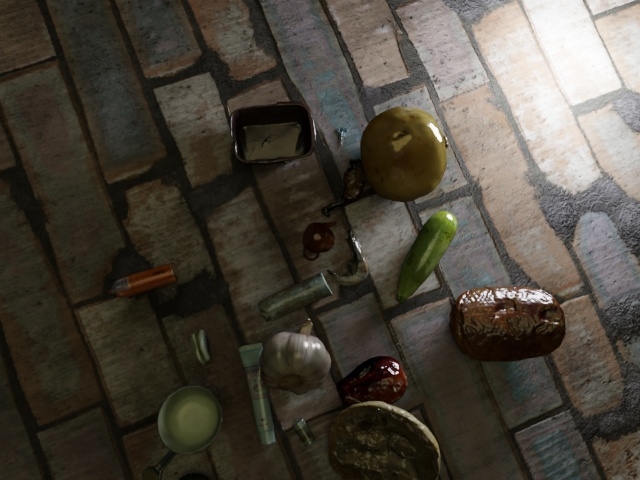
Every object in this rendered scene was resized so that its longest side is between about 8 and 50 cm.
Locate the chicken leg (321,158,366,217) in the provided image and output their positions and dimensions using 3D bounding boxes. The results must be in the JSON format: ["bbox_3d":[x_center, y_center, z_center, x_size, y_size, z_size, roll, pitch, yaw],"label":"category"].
[{"bbox_3d":[0.099,-0.184,1.870,0.105,0.051,0.253,32,82,6],"label":"chicken leg"}]

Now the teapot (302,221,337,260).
[{"bbox_3d":[0.000,0.000,1.815,0.116,0.116,0.173,28,107,0],"label":"teapot"}]

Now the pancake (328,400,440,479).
[{"bbox_3d":[0.204,0.691,1.676,0.386,0.082,0.388,6,107,19],"label":"pancake"}]

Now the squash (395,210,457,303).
[{"bbox_3d":[0.367,0.056,1.827,0.118,0.118,0.371,33,84,0],"label":"squash"}]

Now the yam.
[{"bbox_3d":[-0.089,0.199,1.781,0.259,0.093,0.093,-24,85,-7],"label":"yam"}]

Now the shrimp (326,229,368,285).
[{"bbox_3d":[0.087,0.068,1.844,0.147,0.035,0.195,-16,85,-4],"label":"shrimp"}]

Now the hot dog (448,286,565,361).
[{"bbox_3d":[0.643,0.291,1.793,0.386,0.174,0.267,-3,80,4],"label":"hot dog"}]

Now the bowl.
[{"bbox_3d":[-0.416,0.587,1.678,0.211,0.112,0.212,0,69,0],"label":"bowl"}]

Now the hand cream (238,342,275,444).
[{"bbox_3d":[-0.208,0.521,1.749,0.085,0.058,0.332,-14,78,11],"label":"hand cream"}]

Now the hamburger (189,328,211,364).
[{"bbox_3d":[-0.405,0.365,1.735,0.054,0.084,0.121,-16,85,-8],"label":"hamburger"}]

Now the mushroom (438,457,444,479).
[{"bbox_3d":[0.341,0.744,1.731,0.188,0.141,0.117,50,48,8],"label":"mushroom"}]

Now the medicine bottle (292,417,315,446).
[{"bbox_3d":[-0.057,0.652,1.743,0.047,0.047,0.083,-32,87,-8],"label":"medicine bottle"}]

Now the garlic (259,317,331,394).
[{"bbox_3d":[-0.074,0.369,1.724,0.244,0.245,0.253,16,45,-2],"label":"garlic"}]

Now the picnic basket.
[{"bbox_3d":[-0.168,-0.367,1.832,0.296,0.129,0.223,-7,84,-5],"label":"picnic basket"}]

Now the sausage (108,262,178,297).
[{"bbox_3d":[-0.610,0.142,1.755,0.234,0.071,0.071,-16,84,-7],"label":"sausage"}]

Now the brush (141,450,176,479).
[{"bbox_3d":[-0.492,0.703,1.709,0.062,0.027,0.266,39,80,11],"label":"brush"}]

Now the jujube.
[{"bbox_3d":[0.173,0.484,1.729,0.236,0.168,0.168,-16,84,-2],"label":"jujube"}]

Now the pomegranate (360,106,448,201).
[{"bbox_3d":[0.291,-0.298,1.772,0.332,0.332,0.333,1,82,-5],"label":"pomegranate"}]

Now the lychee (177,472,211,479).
[{"bbox_3d":[-0.406,0.825,1.632,0.171,0.171,0.171,1,82,-5],"label":"lychee"}]

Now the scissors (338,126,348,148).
[{"bbox_3d":[0.083,-0.383,1.917,0.035,0.006,0.084,7,82,-6],"label":"scissors"}]
